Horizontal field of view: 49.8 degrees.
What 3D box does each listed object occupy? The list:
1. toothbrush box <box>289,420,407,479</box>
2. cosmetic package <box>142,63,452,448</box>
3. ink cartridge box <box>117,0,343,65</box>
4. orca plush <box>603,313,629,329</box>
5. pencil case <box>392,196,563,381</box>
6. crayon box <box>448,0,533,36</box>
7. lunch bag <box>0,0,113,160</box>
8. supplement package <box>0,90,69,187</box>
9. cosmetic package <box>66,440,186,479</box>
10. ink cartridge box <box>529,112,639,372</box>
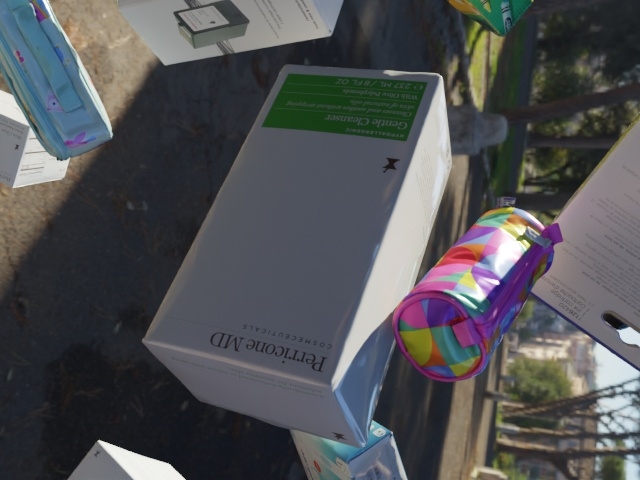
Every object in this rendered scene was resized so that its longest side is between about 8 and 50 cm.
[{"bbox_3d":[0.062,0.499,1.561,0.126,0.296,0.216,-26,109,-23],"label":"toothbrush box"},{"bbox_3d":[0.000,0.000,0.721,0.155,0.197,0.365,70,35,-52],"label":"cosmetic package"},{"bbox_3d":[-0.102,-0.356,0.906,0.114,0.273,0.198,51,47,-48],"label":"ink cartridge box"},{"bbox_3d":[0.560,0.029,1.125,0.287,0.102,0.151,-58,155,-9],"label":"orca plush"},{"bbox_3d":[0.163,0.043,0.698,0.236,0.105,0.104,-39,131,-47],"label":"pencil case"},{"bbox_3d":[0.210,-0.469,1.135,0.278,0.081,0.165,29,19,-38],"label":"crayon box"},{"bbox_3d":[-0.407,-0.253,0.995,0.279,0.108,0.224,65,-14,-16],"label":"lunch bag"},{"bbox_3d":[-0.728,-0.243,1.557,0.204,0.262,0.145,-45,157,-74],"label":"supplement package"},{"bbox_3d":[-0.284,0.471,1.144,0.138,0.224,0.224,-52,147,-12],"label":"cosmetic package"},{"bbox_3d":[0.408,0.026,0.732,0.072,0.304,0.307,-44,166,-38],"label":"ink cartridge box"}]
